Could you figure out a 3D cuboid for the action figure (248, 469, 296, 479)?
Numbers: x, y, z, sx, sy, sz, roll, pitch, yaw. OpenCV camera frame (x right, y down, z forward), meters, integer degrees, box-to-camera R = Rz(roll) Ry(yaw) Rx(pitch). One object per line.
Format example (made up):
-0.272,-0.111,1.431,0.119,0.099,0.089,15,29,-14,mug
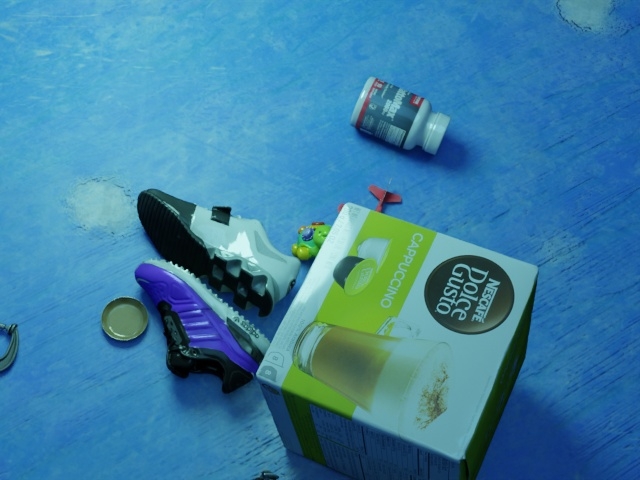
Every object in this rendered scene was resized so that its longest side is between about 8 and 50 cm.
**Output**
-0.126,0.473,1.709,0.285,0.099,0.185,1,56,-11,action figure

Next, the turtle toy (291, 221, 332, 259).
0.000,0.000,1.929,0.095,0.130,0.066,-3,97,-13,turtle toy

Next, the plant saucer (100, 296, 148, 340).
-0.350,0.141,1.877,0.083,0.015,0.083,3,65,-5,plant saucer

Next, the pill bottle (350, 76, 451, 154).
0.159,-0.241,2.065,0.180,0.108,0.108,23,65,4,pill bottle

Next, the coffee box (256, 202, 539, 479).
0.136,0.201,1.698,0.334,0.338,0.338,20,64,17,coffee box

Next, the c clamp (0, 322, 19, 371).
-0.596,0.156,1.836,0.160,0.022,0.137,22,65,4,c clamp

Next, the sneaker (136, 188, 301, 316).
-0.183,-0.001,1.921,0.330,0.122,0.146,36,48,10,sneaker

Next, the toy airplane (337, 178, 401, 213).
0.108,-0.054,2.016,0.151,0.028,0.151,3,65,-7,toy airplane

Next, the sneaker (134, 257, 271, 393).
-0.233,0.157,1.836,0.293,0.102,0.146,37,67,10,sneaker
